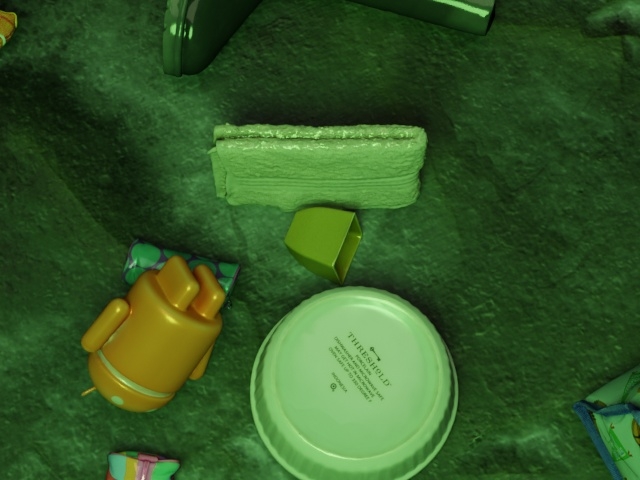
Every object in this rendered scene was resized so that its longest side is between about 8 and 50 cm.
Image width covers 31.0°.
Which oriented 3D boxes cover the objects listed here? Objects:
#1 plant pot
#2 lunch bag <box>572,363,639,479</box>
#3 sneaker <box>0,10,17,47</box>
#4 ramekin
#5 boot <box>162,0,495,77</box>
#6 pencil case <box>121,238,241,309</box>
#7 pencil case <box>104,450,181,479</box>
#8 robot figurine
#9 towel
[{"bbox_3d":[0.000,0.000,1.544,0.083,0.081,0.081,19,73,16],"label":"plant pot"},{"bbox_3d":[0.555,0.292,1.381,0.327,0.239,0.385,-27,91,-9],"label":"lunch bag"},{"bbox_3d":[-0.519,-0.329,1.661,0.175,0.064,0.067,25,54,2],"label":"sneaker"},{"bbox_3d":[0.043,0.181,1.460,0.272,0.127,0.273,0,73,0],"label":"ramekin"},{"bbox_3d":[0.029,-0.355,1.633,0.445,0.146,0.367,14,75,0],"label":"boot"},{"bbox_3d":[-0.185,0.044,1.534,0.151,0.070,0.064,14,108,1],"label":"pencil case"},{"bbox_3d":[-0.232,0.377,1.412,0.104,0.104,0.236,4,72,1],"label":"pencil case"},{"bbox_3d":[-0.207,0.126,1.456,0.128,0.158,0.219,39,105,9],"label":"robot figurine"},{"bbox_3d":[-0.003,-0.094,1.516,0.282,0.187,0.049,-1,68,0],"label":"towel"}]
